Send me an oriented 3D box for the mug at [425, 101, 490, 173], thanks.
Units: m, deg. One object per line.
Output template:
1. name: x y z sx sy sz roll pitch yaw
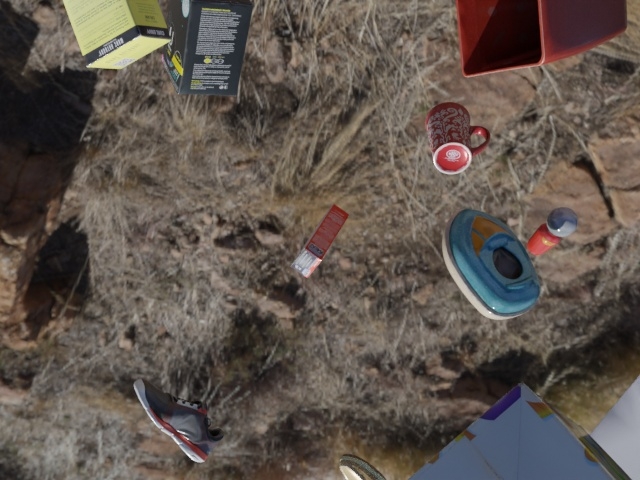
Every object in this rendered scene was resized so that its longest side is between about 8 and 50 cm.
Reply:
1. mug: 0.332 -0.251 1.745 0.150 0.169 0.113 -15 127 17

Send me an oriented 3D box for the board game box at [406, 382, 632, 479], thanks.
1. board game box: 0.178 0.226 0.552 0.142 0.144 0.275 -43 148 6

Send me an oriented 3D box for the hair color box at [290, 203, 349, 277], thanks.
1. hair color box: 0.000 0.000 1.739 0.053 0.167 0.093 36 141 -2

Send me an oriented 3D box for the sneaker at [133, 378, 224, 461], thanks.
1. sneaker: -0.190 0.232 0.979 0.065 0.061 0.158 -40 119 -9

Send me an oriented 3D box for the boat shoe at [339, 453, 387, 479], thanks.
1. boat shoe: 0.097 0.483 1.354 0.190 0.072 0.068 46 148 -14

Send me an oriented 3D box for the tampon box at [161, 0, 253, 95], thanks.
1. tampon box: -0.186 -0.333 1.157 0.101 0.120 0.161 -4 132 -26

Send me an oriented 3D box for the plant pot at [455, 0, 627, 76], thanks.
1. plant pot: 0.432 -0.473 1.384 0.235 0.267 0.267 -11 101 -20

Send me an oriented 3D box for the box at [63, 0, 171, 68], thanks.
1. box: -0.248 -0.313 0.787 0.087 0.058 0.232 -20 92 28

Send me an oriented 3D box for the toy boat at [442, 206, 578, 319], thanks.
1. toy boat: 0.420 0.016 1.568 0.318 0.267 0.148 -21 158 -29

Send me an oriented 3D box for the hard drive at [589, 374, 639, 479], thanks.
1. hard drive: 0.509 0.393 1.067 0.047 0.353 0.233 17 121 -14
